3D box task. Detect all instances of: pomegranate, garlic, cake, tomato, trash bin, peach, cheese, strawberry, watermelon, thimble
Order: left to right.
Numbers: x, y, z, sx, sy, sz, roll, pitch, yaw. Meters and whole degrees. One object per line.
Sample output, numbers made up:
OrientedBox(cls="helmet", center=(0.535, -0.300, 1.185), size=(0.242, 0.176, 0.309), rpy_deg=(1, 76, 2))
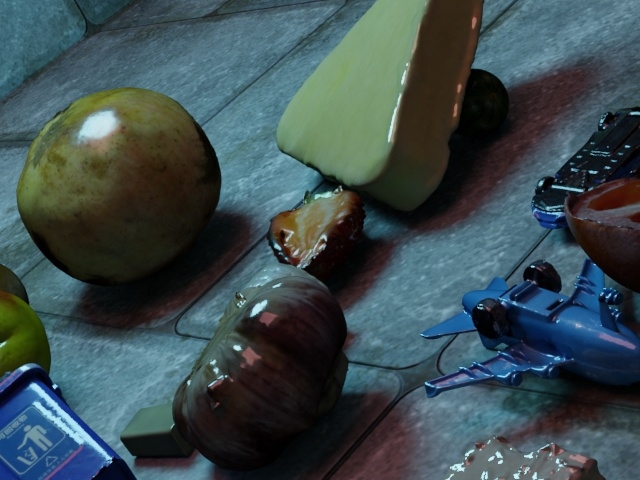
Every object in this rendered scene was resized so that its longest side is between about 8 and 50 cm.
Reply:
OrientedBox(cls="peach", center=(-0.467, 0.165, 1.818), size=(0.231, 0.231, 0.231), rpy_deg=(-23, 25, 12))
OrientedBox(cls="trash bin", center=(-0.295, 0.269, 1.521), size=(0.162, 0.184, 0.234), rpy_deg=(-43, 41, -21))
OrientedBox(cls="pomegranate", center=(-0.298, -0.078, 2.029), size=(0.322, 0.322, 0.322), rpy_deg=(-23, 25, 12))
OrientedBox(cls="trash bin", center=(-0.185, 0.222, 1.618), size=(0.092, 0.043, 0.061), rpy_deg=(-11, 30, 36))
OrientedBox(cls="garlic", center=(-0.055, 0.151, 1.496), size=(0.245, 0.160, 0.245), rpy_deg=(-49, 13, 15))
OrientedBox(cls="thimble", center=(-0.047, 0.087, 1.665), size=(0.115, 0.102, 0.090), rpy_deg=(23, 50, 24))
OrientedBox(cls="strawberry", center=(0.001, -0.002, 1.801), size=(0.140, 0.085, 0.192), rpy_deg=(-32, 26, -11))
OrientedBox(cls="cheese", center=(0.106, -0.232, 1.929), size=(0.384, 0.104, 0.384), rpy_deg=(-42, 31, 33))
OrientedBox(cls="watermelon", center=(0.212, -0.190, 1.928), size=(0.109, 0.109, 0.109), rpy_deg=(-23, 25, 12))
OrientedBox(cls="cake", center=(0.159, 0.248, 1.086), size=(0.135, 0.147, 0.134), rpy_deg=(8, 44, 49))
OrientedBox(cls="tomato", center=(0.348, 0.004, 1.370), size=(0.199, 0.112, 0.228), rpy_deg=(-10, 15, -13))

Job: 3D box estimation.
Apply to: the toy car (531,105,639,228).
OrientedBox(cls="toy car", center=(0.339, -0.082, 1.631), size=(0.216, 0.063, 0.103), rpy_deg=(-45, 28, -19))

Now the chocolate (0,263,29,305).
OrientedBox(cls="chocolate", center=(-0.511, 0.115, 2.052), size=(0.176, 0.177, 0.177), rpy_deg=(-23, 25, 12))

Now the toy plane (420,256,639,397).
OrientedBox(cls="toy plane", center=(0.229, 0.088, 1.382), size=(0.254, 0.105, 0.271), rpy_deg=(-34, 21, -27))
